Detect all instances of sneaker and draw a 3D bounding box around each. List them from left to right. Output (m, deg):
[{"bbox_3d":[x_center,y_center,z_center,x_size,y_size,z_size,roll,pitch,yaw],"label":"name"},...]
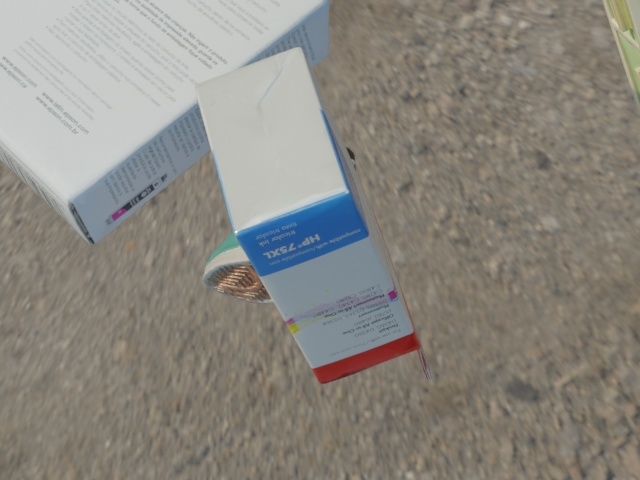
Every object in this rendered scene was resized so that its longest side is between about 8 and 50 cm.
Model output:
[{"bbox_3d":[-0.039,-0.017,1.898,0.108,0.302,0.121,26,59,-21],"label":"sneaker"}]

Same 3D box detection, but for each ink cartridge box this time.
[{"bbox_3d":[-0.157,-0.196,1.288,0.330,0.324,0.071,-39,145,-16],"label":"ink cartridge box"},{"bbox_3d":[0.000,0.000,1.071,0.078,0.134,0.231,-21,141,4],"label":"ink cartridge box"}]

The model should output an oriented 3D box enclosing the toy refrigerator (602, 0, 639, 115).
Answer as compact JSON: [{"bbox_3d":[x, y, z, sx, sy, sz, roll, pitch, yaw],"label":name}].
[{"bbox_3d":[0.360,-0.201,1.669,0.094,0.102,0.270,-25,122,0],"label":"toy refrigerator"}]
